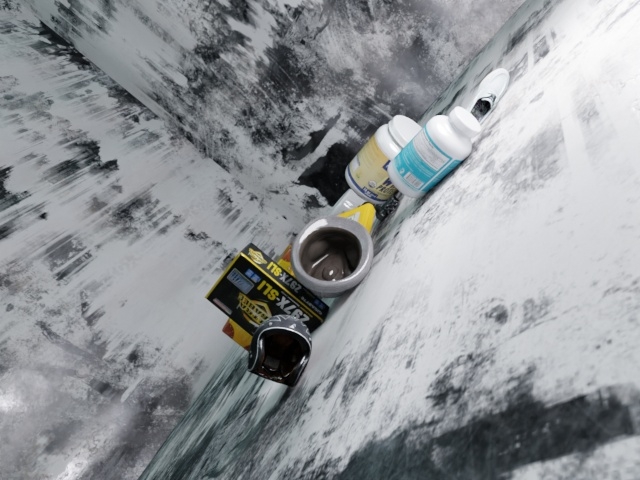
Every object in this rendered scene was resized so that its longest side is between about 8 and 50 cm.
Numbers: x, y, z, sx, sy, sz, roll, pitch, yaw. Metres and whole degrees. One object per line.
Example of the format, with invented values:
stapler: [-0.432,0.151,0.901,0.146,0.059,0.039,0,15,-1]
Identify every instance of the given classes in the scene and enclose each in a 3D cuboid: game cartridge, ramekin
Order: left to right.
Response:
game cartridge: [0.045,0.010,1.577,0.286,0.052,0.323,-21,26,28]
ramekin: [0.142,-0.169,2.449,0.272,0.127,0.273,-50,4,5]

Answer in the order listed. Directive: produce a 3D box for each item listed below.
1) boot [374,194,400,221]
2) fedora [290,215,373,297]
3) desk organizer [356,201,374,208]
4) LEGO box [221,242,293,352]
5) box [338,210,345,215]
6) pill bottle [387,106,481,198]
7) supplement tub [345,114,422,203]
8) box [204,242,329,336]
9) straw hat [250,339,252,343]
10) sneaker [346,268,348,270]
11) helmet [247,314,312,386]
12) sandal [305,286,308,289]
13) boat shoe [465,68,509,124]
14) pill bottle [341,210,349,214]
boot: [0.248,-0.130,1.640,0.099,0.045,0.121,-51,11,20]
fedora: [0.033,0.066,1.324,0.124,0.244,0.275,90,-172,-49]
desk organizer: [0.211,-0.155,2.150,0.047,0.050,0.130,-54,6,-36]
LEGO box: [-0.232,0.269,2.163,0.500,0.193,0.372,-50,5,2]
box: [0.108,-0.066,2.119,0.087,0.101,0.102,-46,6,43]
pill bottle: [0.322,-0.249,1.241,0.264,0.146,0.146,-46,7,41]
supplement tub: [0.272,-0.321,1.763,0.316,0.228,0.228,-47,6,40]
box: [-0.170,0.195,1.366,0.257,0.322,0.079,-47,5,34]
straw hat: [-0.204,0.393,1.745,0.145,0.061,0.144,-33,8,5]
sneaker: [0.063,0.135,1.398,0.098,0.038,0.069,-42,-2,-29]
helmet: [-0.099,0.269,1.100,0.169,0.170,0.161,-40,28,66]
sandal: [-0.002,0.122,1.698,0.265,0.102,0.076,-49,7,40]
boat shoe: [0.506,-0.421,1.339,0.227,0.079,0.081,-55,13,11]
pill bottle: [0.128,-0.070,1.954,0.103,0.103,0.184,-50,5,10]
